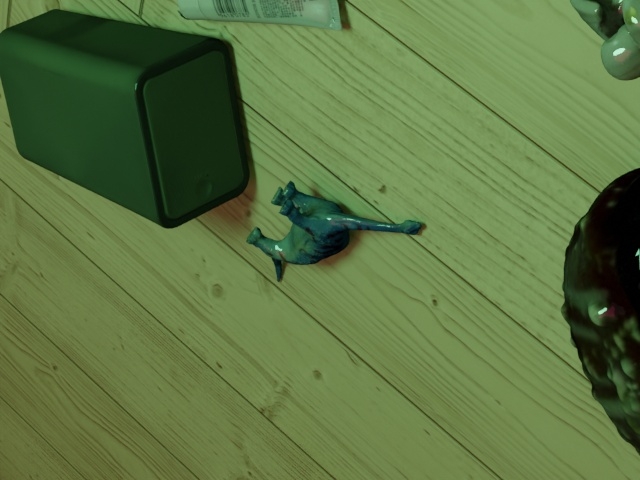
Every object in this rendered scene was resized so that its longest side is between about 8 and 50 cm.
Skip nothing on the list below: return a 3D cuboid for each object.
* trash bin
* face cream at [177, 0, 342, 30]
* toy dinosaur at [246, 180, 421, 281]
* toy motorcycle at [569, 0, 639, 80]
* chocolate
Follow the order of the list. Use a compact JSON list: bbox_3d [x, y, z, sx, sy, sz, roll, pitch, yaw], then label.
[{"bbox_3d":[-0.271,-0.177,2.429,0.343,0.158,0.222,21,129,45],"label":"trash bin"},{"bbox_3d":[-0.074,-0.300,2.204,0.244,0.058,0.092,5,113,40],"label":"face cream"},{"bbox_3d":[-0.017,-0.018,2.315,0.144,0.076,0.329,34,149,-24],"label":"toy dinosaur"},{"bbox_3d":[0.329,-0.241,1.599,0.108,0.222,0.341,36,161,-29],"label":"toy motorcycle"},{"bbox_3d":[0.367,0.092,1.859,0.210,0.225,0.340,-23,95,60],"label":"chocolate"}]
